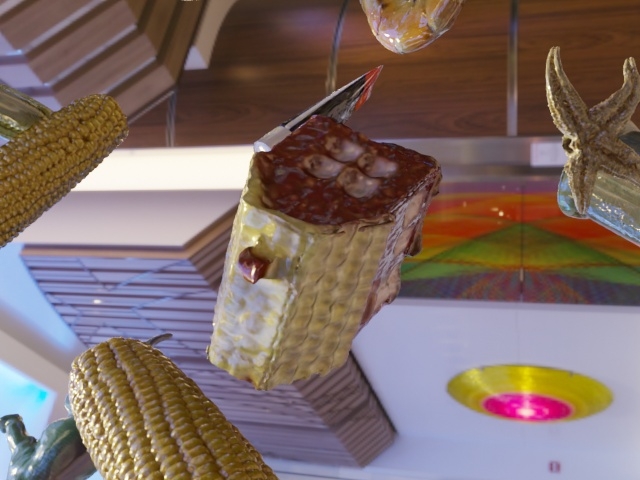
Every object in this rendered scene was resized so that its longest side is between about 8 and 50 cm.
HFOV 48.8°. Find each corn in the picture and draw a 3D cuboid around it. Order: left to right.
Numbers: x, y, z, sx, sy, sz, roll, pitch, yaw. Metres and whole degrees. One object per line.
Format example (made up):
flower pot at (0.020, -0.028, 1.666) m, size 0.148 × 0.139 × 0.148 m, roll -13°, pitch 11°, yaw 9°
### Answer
corn at (-0.364, -0.073, 0.867) m, size 0.310 × 0.101 × 0.101 m, roll -44°, pitch -39°, yaw -24°
corn at (-0.139, 0.219, 0.690) m, size 0.144 × 0.387 × 0.144 m, roll -19°, pitch -53°, yaw -28°

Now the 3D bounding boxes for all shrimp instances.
shrimp at (0.113, -0.355, 0.957) m, size 0.063 × 0.152 × 0.287 m, roll 25°, pitch -151°, yaw -37°

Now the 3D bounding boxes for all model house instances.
model house at (-0.015, 0.015, 0.679) m, size 0.254 × 0.160 × 0.196 m, roll -38°, pitch -27°, yaw -53°

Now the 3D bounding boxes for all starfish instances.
starfish at (0.395, -0.158, 0.982) m, size 0.050 × 0.138 × 0.248 m, roll -117°, pitch 12°, yaw -77°

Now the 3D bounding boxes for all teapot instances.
teapot at (0.599, -0.079, 1.156) m, size 0.200 × 0.337 × 0.271 m, roll -5°, pitch -57°, yaw -40°

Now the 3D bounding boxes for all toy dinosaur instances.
toy dinosaur at (-0.276, 0.251, 0.840) m, size 0.383 × 0.331 × 0.129 m, roll -43°, pitch -71°, yaw -23°

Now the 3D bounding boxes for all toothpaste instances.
toothpaste at (0.005, -0.148, 0.848) m, size 0.193 × 0.045 × 0.071 m, roll -38°, pitch -12°, yaw -28°

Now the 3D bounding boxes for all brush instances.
brush at (-0.451, -0.191, 0.888) m, size 0.296 × 0.060 × 0.068 m, roll 25°, pitch -105°, yaw -34°
